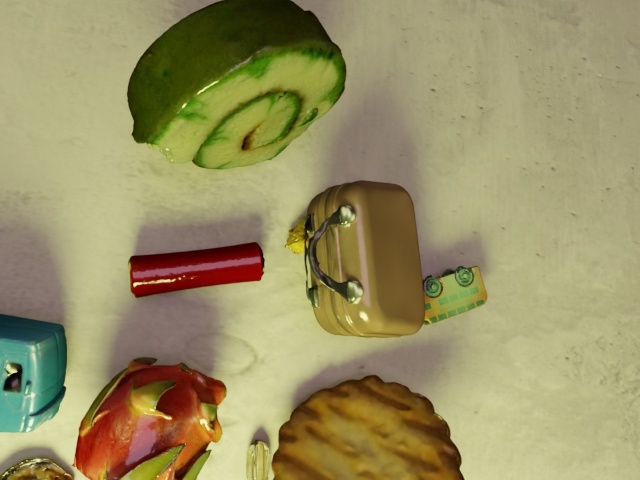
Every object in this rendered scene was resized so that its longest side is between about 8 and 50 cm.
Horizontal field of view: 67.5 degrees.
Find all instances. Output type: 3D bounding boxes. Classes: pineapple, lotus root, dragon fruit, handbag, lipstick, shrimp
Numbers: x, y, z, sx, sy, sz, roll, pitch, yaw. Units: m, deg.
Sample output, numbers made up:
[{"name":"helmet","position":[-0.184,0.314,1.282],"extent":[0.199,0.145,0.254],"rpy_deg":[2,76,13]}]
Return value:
[{"name":"pineapple","position":[0.000,0.000,0.975],"extent":[0.114,0.077,0.114],"rpy_deg":[43,76,-17]},{"name":"lotus root","position":[-0.114,0.404,0.870],"extent":[0.037,0.030,0.083],"rpy_deg":[11,75,-44]},{"name":"dragon fruit","position":[-0.259,0.298,0.756],"extent":[0.224,0.224,0.227],"rpy_deg":[35,67,-6]},{"name":"handbag","position":[0.067,0.034,0.895],"extent":[0.283,0.149,0.301],"rpy_deg":[8,76,-49]},{"name":"lipstick","position":[-0.227,0.053,0.891],"extent":[0.241,0.080,0.080],"rpy_deg":[-6,80,-18]},{"name":"shrimp","position":[-0.407,0.458,0.755],"extent":[0.262,0.066,0.117],"rpy_deg":[44,70,-5]}]

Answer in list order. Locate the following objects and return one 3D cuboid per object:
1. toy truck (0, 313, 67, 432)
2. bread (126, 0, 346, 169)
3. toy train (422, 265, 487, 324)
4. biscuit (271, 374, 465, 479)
[{"name":"toy truck","position":[-0.579,0.178,0.695],"extent":[0.385,0.161,0.162],"rpy_deg":[12,91,-10]},{"name":"bread","position":[-0.139,-0.240,0.831],"extent":[0.382,0.366,0.129],"rpy_deg":[-25,80,-22]},{"name":"toy train","position":[0.270,0.113,1.023],"extent":[0.188,0.072,0.099],"rpy_deg":[-14,81,-18]},{"name":"biscuit","position":[0.079,0.385,0.818],"extent":[0.326,0.325,0.107],"rpy_deg":[-17,125,-19]}]
